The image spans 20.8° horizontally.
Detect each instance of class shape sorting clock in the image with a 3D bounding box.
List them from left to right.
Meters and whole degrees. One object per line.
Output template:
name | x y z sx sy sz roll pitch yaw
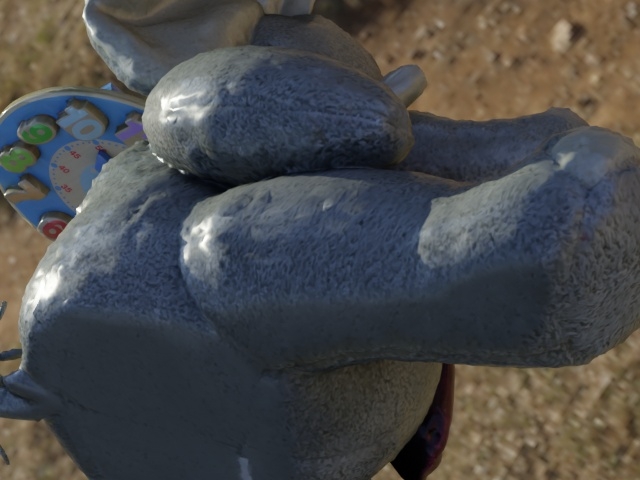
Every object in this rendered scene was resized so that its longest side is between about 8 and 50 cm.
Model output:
shape sorting clock | -0.150 -0.037 1.300 0.206 0.206 0.040 -22 37 36

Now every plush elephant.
plush elephant | 0.000 0.000 0.723 0.330 0.272 0.255 8 41 21
